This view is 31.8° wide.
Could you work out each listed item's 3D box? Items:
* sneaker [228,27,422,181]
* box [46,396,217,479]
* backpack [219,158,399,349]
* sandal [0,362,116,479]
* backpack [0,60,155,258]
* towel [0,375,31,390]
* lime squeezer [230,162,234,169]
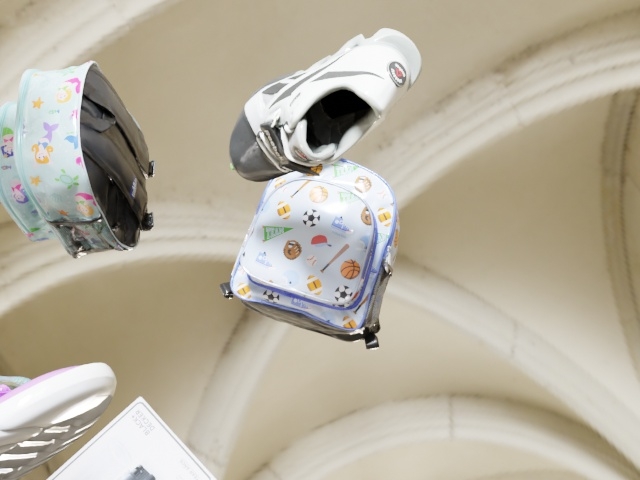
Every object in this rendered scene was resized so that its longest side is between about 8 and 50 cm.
[{"bbox_3d":[-0.025,-0.146,1.443,0.122,0.146,0.330,44,-46,-16],"label":"sneaker"},{"bbox_3d":[-0.258,0.343,1.294,0.290,0.169,0.087,-42,-36,-13],"label":"box"},{"bbox_3d":[0.000,0.000,1.760,0.276,0.263,0.213,18,-17,6],"label":"backpack"},{"bbox_3d":[-0.366,0.207,1.035,0.416,0.102,0.169,-37,-14,21],"label":"sandal"},{"bbox_3d":[-0.344,-0.118,1.546,0.191,0.225,0.253,-2,-27,3],"label":"backpack"},{"bbox_3d":[-0.697,0.247,2.071,0.271,0.040,0.370,10,-9,1],"label":"towel"},{"bbox_3d":[-0.004,-0.172,1.731,0.310,0.110,0.059,-47,13,-33],"label":"lime squeezer"}]
